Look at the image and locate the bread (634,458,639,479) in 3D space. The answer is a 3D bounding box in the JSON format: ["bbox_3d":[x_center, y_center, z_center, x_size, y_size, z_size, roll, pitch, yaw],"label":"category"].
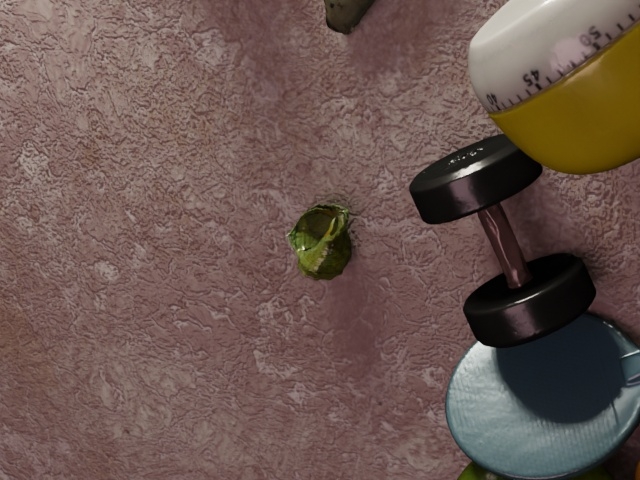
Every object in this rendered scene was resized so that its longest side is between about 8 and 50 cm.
[{"bbox_3d":[0.441,0.283,1.528,0.140,0.143,0.228,11,113,44],"label":"bread"}]

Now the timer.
[{"bbox_3d":[0.312,-0.159,1.341,0.285,0.285,0.285,14,119,26],"label":"timer"}]

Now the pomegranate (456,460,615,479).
[{"bbox_3d":[0.272,0.395,1.586,0.358,0.216,0.309,155,95,-75],"label":"pomegranate"}]

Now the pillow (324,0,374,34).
[{"bbox_3d":[0.059,-0.342,1.535,0.093,0.051,0.241,46,130,6],"label":"pillow"}]

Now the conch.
[{"bbox_3d":[0.000,0.000,1.720,0.089,0.074,0.121,25,128,7],"label":"conch"}]

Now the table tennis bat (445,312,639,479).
[{"bbox_3d":[0.305,0.170,1.561,0.329,0.215,0.044,-17,146,15],"label":"table tennis bat"}]

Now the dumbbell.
[{"bbox_3d":[0.211,0.000,1.539,0.153,0.152,0.218,-19,101,37],"label":"dumbbell"}]
